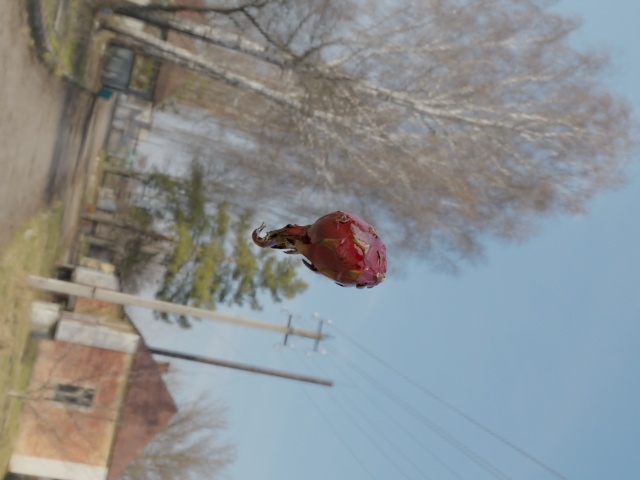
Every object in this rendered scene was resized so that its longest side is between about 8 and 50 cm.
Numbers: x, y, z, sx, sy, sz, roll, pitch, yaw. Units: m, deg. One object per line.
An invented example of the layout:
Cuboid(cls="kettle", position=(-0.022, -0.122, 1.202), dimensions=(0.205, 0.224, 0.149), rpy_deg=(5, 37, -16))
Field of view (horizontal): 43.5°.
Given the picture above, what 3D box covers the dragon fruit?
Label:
Cuboid(cls="dragon fruit", position=(0.000, 0.000, 1.011), dimensions=(0.094, 0.190, 0.094), rpy_deg=(-48, 149, -42))
